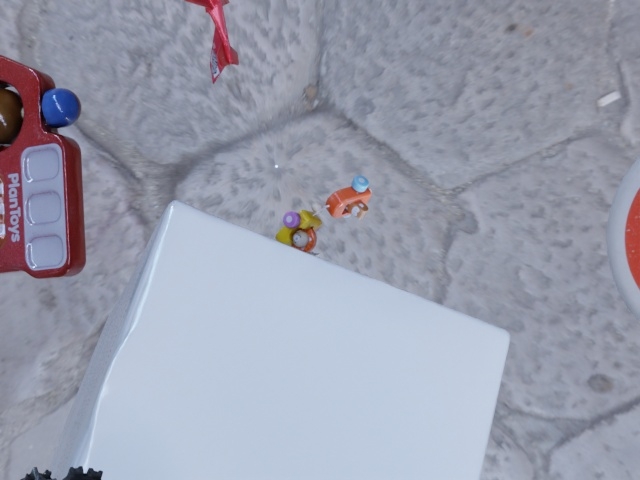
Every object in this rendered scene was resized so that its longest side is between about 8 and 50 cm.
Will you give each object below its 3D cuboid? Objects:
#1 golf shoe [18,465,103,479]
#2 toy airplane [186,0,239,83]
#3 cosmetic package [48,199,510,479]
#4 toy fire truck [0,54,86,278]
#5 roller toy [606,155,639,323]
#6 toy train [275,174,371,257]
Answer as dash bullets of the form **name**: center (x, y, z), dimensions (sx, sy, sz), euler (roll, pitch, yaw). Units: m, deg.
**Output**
- **golf shoe**: center (-0.212, 0.179, 0.540), dimensions (0.198, 0.077, 0.094), euler (13, 115, -28)
- **toy airplane**: center (-0.115, -0.246, 1.036), dimensions (0.028, 0.151, 0.151), euler (-4, 95, 14)
- **cosmetic package**: center (-0.079, 0.216, 0.926), dimensions (0.327, 0.393, 0.330), euler (22, 69, -11)
- **toy fire truck**: center (-0.412, -0.096, 1.230), dimensions (0.253, 0.169, 0.302), euler (-5, 84, 20)
- **roller toy**: center (0.332, 0.001, 0.744), dimensions (0.209, 0.146, 0.191), euler (48, 118, 31)
- **toy train**: center (0.000, 0.000, 1.125), dimensions (0.125, 0.166, 0.046), euler (-15, 59, -40)
